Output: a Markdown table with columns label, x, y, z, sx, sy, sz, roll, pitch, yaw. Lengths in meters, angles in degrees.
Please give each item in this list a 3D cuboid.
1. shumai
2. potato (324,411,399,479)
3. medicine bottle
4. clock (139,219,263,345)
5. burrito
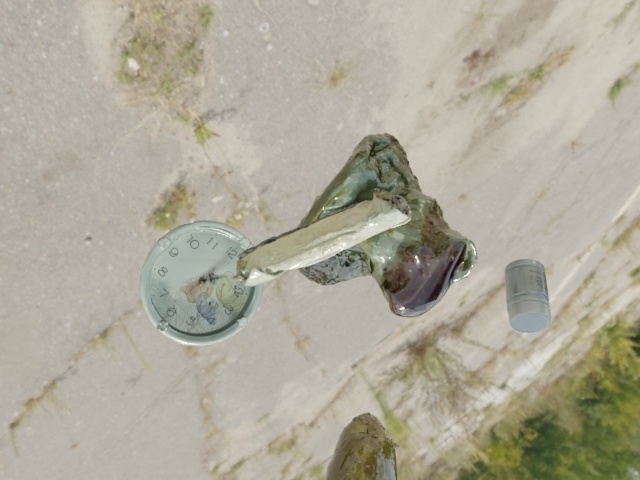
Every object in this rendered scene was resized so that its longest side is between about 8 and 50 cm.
| label | x | y | z | sx | sy | sz | roll | pitch | yaw |
| --- | --- | --- | --- | --- | --- | --- | --- | --- | --- |
| shumai | 0.091 | -0.002 | 0.869 | 0.222 | 0.203 | 0.272 | -59 | 175 | 21 |
| potato | 0.074 | 0.460 | 1.205 | 0.141 | 0.296 | 0.192 | 2 | 144 | 14 |
| medicine bottle | 0.293 | 0.078 | 0.937 | 0.058 | 0.091 | 0.058 | 5 | 143 | 3 |
| clock | -0.224 | 0.078 | 1.242 | 0.236 | 0.237 | 0.053 | -28 | -165 | -21 |
| burrito | 0.000 | 0.000 | 0.652 | 0.185 | 0.045 | 0.041 | -21 | 141 | 11 |
